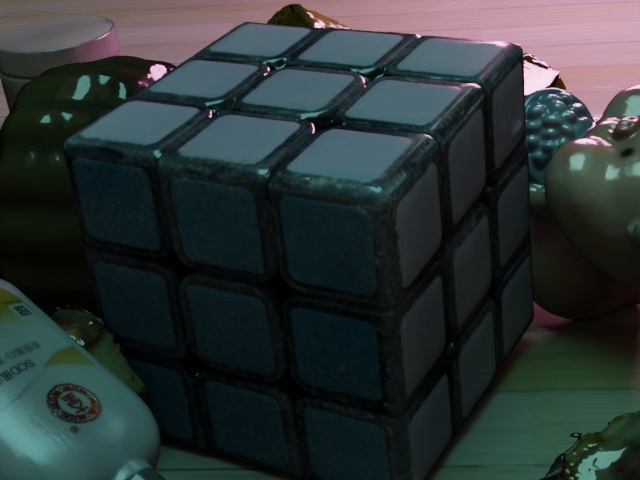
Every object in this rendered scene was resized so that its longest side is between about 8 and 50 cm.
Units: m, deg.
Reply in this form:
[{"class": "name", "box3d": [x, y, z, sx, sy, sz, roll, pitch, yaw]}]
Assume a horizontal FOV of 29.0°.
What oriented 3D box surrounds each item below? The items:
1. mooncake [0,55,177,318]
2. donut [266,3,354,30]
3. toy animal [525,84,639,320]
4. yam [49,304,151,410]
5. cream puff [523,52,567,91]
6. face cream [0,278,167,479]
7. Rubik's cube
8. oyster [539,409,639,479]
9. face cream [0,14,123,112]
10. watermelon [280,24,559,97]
[{"class": "mooncake", "box3d": [-0.217, -0.043, 1.252, 0.161, 0.290, 0.290, 0, 27, 15]}, {"class": "donut", "box3d": [-0.015, -0.130, 1.433, 0.108, 0.278, 0.277, 8, 22, -21]}, {"class": "toy animal", "box3d": [0.289, -0.024, 1.202, 0.229, 0.221, 0.210, 20, 47, 29]}, {"class": "yam", "box3d": [-0.243, 0.166, 1.008, 0.129, 0.128, 0.238, 29, 36, 12]}, {"class": "cream puff", "box3d": [0.166, -0.117, 1.431, 0.244, 0.196, 0.244, -4, 25, 2]}, {"class": "face cream", "box3d": [-0.194, 0.137, 0.898, 0.291, 0.071, 0.144, 39, 35, 21]}, {"class": "Rubik's cube", "box3d": [0.000, 0.000, 1.095, 0.301, 0.305, 0.304, 9, 35, 28]}, {"class": "oyster", "box3d": [0.282, 0.186, 0.929, 0.221, 0.096, 0.361, 10, 30, 37]}, {"class": "face cream", "box3d": [-0.370, -0.229, 1.794, 0.177, 0.153, 0.177, -5, 25, 2]}, {"class": "watermelon", "box3d": [0.093, -0.126, 1.269, 0.303, 0.128, 0.159, 8, 29, -1]}]
